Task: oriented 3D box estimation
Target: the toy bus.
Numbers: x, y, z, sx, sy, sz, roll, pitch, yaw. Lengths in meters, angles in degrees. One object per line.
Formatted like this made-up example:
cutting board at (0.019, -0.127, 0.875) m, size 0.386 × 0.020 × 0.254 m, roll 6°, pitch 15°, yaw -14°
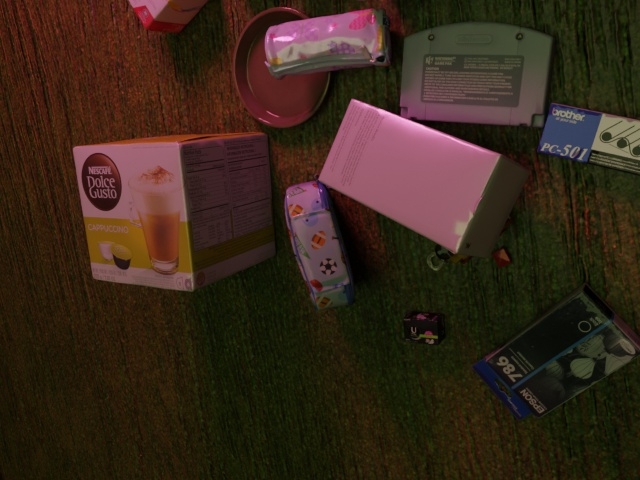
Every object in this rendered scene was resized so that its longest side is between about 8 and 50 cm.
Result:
toy bus at (0.301, -0.012, 1.240) m, size 0.191 × 0.104 × 0.202 m, roll 6°, pitch 106°, yaw 29°

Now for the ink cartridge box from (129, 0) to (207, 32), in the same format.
ink cartridge box at (-0.371, -0.626, 1.454) m, size 0.176 × 0.127 × 0.128 m, roll -32°, pitch 85°, yaw 33°

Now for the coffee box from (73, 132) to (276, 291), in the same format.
coffee box at (-0.348, -0.092, 1.458) m, size 0.338 × 0.338 × 0.334 m, roll 4°, pitch 104°, yaw 29°

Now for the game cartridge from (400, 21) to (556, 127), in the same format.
game cartridge at (0.309, -0.336, 1.181) m, size 0.297 × 0.062 × 0.198 m, roll 11°, pitch 104°, yaw 28°

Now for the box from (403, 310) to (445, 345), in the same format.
box at (0.242, 0.204, 1.364) m, size 0.083 × 0.052 × 0.062 m, roll 1°, pitch 104°, yaw 31°

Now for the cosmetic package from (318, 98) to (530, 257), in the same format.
cosmetic package at (0.194, -0.128, 1.172) m, size 0.366 × 0.155 × 0.196 m, roll 33°, pitch 105°, yaw 36°

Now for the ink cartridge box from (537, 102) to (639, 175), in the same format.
ink cartridge box at (0.527, -0.189, 1.097) m, size 0.207 × 0.046 × 0.097 m, roll 20°, pitch 111°, yaw 25°

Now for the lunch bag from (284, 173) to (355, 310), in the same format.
lunch bag at (0.000, 0.000, 1.354) m, size 0.115 × 0.243 × 0.303 m, roll -13°, pitch 96°, yaw 3°

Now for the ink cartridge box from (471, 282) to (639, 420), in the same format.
ink cartridge box at (0.481, 0.253, 1.233) m, size 0.165 × 0.065 × 0.332 m, roll 47°, pitch 122°, yaw 10°

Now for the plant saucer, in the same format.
plant saucer at (-0.089, -0.409, 1.401) m, size 0.278 × 0.041 × 0.277 m, roll 9°, pitch 107°, yaw 29°

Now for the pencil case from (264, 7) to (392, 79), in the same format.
pencil case at (0.020, -0.414, 1.254) m, size 0.273 × 0.113 × 0.124 m, roll -2°, pitch 74°, yaw 15°
